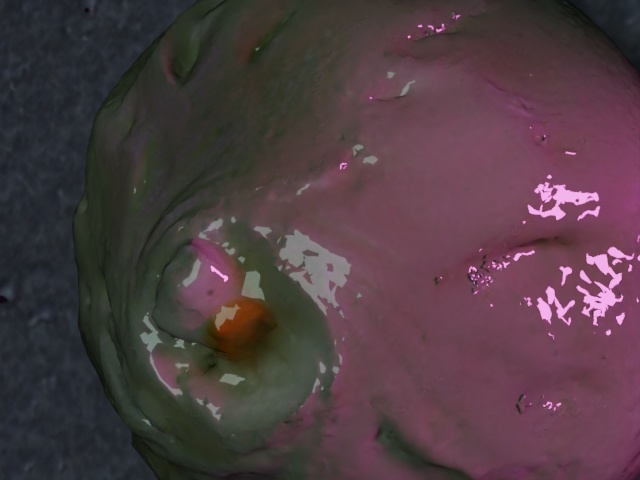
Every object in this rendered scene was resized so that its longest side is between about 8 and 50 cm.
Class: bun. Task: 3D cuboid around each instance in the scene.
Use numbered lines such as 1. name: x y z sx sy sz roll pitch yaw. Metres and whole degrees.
1. bun: 0.000 0.000 0.471 0.283 0.179 0.283 -6 77 29
